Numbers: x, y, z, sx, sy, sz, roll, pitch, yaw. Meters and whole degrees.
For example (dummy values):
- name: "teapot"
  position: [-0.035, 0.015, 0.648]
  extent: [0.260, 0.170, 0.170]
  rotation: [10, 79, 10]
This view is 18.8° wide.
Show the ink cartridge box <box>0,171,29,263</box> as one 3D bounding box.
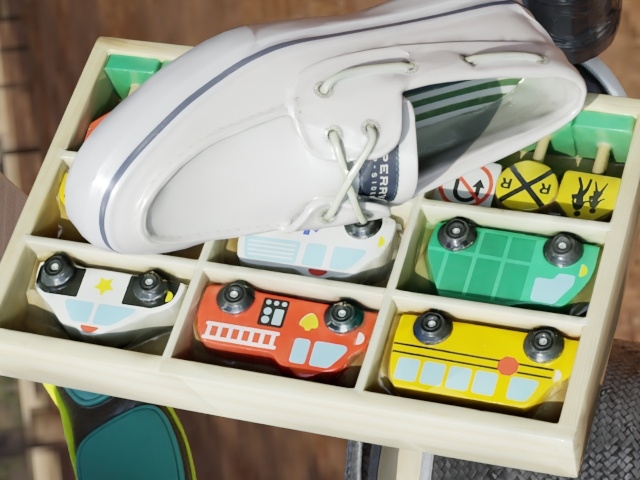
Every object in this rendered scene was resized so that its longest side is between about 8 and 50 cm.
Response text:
- name: "ink cartridge box"
  position: [-0.346, 0.007, 1.850]
  extent: [0.232, 0.066, 0.189]
  rotation: [45, -139, -63]

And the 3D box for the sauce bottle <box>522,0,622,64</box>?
- name: "sauce bottle"
  position: [0.133, -0.214, 1.051]
  extent: [0.344, 0.111, 0.111]
  rotation: [77, -176, -65]

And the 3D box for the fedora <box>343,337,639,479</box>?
- name: "fedora"
  position: [0.141, 0.157, 1.131]
  extent: [0.334, 0.152, 0.334]
  rotation: [27, -121, -58]

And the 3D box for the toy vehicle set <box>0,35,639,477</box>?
- name: "toy vehicle set"
  position: [0.000, 0.000, 0.839]
  extent: [0.035, 0.266, 0.166]
  rotation: [70, -147, -56]

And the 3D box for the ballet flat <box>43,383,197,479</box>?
- name: "ballet flat"
  position: [-0.127, 0.117, 1.234]
  extent: [0.231, 0.077, 0.077]
  rotation: [63, -178, 26]

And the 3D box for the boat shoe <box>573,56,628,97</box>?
- name: "boat shoe"
  position: [0.104, -0.076, 1.352]
  extent: [0.114, 0.091, 0.302]
  rotation: [62, 157, -11]

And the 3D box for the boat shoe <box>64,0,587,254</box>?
- name: "boat shoe"
  position: [0.011, -0.046, 0.763]
  extent: [0.076, 0.226, 0.083]
  rotation: [42, 147, 35]
